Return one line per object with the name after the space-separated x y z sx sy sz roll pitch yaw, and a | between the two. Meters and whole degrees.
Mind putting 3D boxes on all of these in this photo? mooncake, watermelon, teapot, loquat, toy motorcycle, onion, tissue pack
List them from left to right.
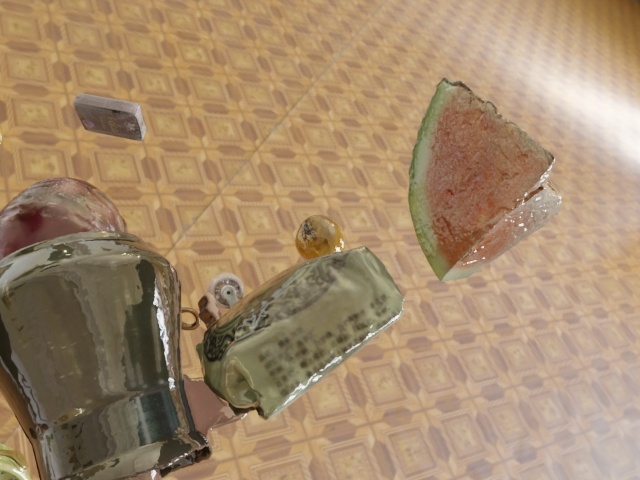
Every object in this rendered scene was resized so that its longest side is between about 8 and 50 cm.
-0.558 0.045 1.241 0.282 0.336 0.260 10 19 -3 | onion
-0.520 -0.307 1.485 0.156 0.112 0.051 10 64 -1 | tissue pack
-0.292 0.195 0.886 0.376 0.306 0.361 -7 69 -41 | teapot
-0.484 0.210 1.824 0.252 0.135 0.178 19 23 -16 | teapot
-0.133 0.170 1.217 0.254 0.112 0.112 41 41 -16 | toy motorcycle
-0.041 0.113 0.778 0.254 0.250 0.136 -33 92 -22 | mooncake
0.000 0.000 1.629 0.141 0.141 0.141 18 46 -19 | loquat
0.254 -0.092 0.943 0.193 0.232 0.310 33 59 -60 | watermelon

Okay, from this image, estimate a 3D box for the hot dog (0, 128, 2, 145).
-0.630 -0.188 1.041 0.236 0.092 0.062 25 -8 33 | hot dog

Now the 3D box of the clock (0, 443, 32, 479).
-0.748 0.534 1.286 0.235 0.307 0.096 -12 31 -30 | clock
